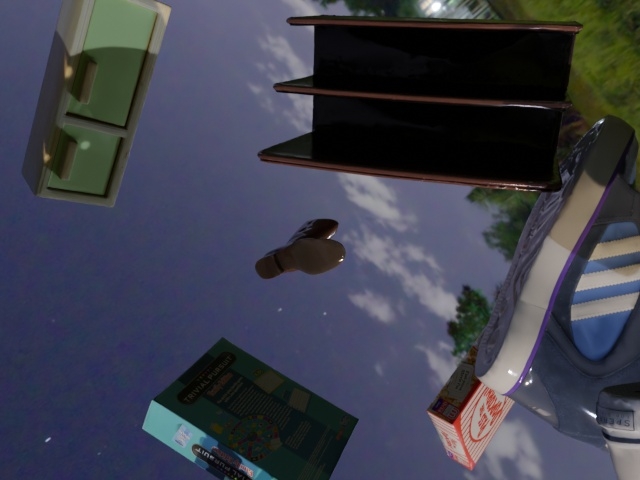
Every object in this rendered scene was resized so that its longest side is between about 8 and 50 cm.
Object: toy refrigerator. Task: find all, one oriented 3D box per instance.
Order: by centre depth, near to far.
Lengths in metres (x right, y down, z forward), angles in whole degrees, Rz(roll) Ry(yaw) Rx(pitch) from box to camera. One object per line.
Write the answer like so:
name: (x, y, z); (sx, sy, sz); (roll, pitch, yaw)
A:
toy refrigerator: (-0.285, -0.184, 0.734); (0.102, 0.269, 0.094); (8, -159, -42)

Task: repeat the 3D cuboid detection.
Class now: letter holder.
letter holder: (0.102, -0.155, 0.613); (0.214, 0.302, 0.152); (-45, -40, -62)

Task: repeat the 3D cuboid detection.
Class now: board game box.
board game box: (0.240, 0.216, 0.850); (0.193, 0.045, 0.146); (-48, -45, -21)
board game box: (-0.121, 0.351, 1.112); (0.336, 0.079, 0.254); (29, -155, 10)

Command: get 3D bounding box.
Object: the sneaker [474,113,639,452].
sneaker: (0.326, 0.057, 0.601); (0.236, 0.322, 0.130); (25, 173, 5)

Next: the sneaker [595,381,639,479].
sneaker: (0.319, 0.137, 0.405); (0.094, 0.258, 0.091); (121, 144, -85)

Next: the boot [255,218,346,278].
boot: (0.000, 0.000, 0.604); (0.114, 0.106, 0.037); (-37, -67, -56)
